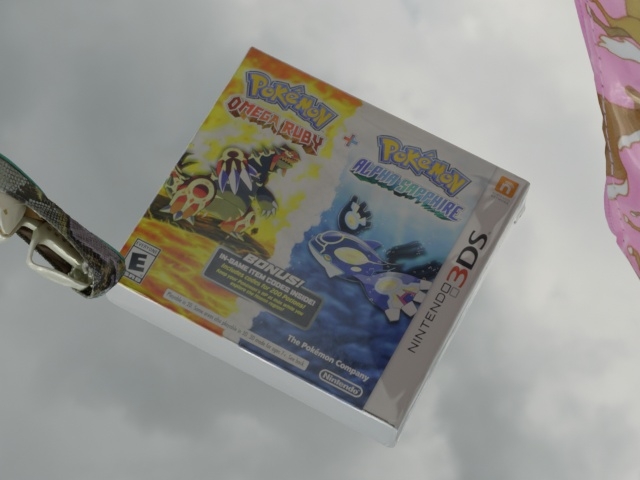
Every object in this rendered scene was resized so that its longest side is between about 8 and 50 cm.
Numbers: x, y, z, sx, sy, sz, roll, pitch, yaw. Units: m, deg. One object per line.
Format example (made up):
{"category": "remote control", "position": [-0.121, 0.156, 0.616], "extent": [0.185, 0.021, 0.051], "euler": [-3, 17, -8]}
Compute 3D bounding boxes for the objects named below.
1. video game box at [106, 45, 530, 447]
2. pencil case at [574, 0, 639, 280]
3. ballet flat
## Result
{"category": "video game box", "position": [0.000, 0.000, 1.016], "extent": [0.205, 0.048, 0.187], "euler": [26, -114, 9]}
{"category": "pencil case", "position": [0.189, -0.126, 0.737], "extent": [0.160, 0.167, 0.386], "euler": [-42, -46, -22]}
{"category": "ballet flat", "position": [-0.160, -0.007, 0.915], "extent": [0.114, 0.041, 0.041], "euler": [40, -142, -12]}
